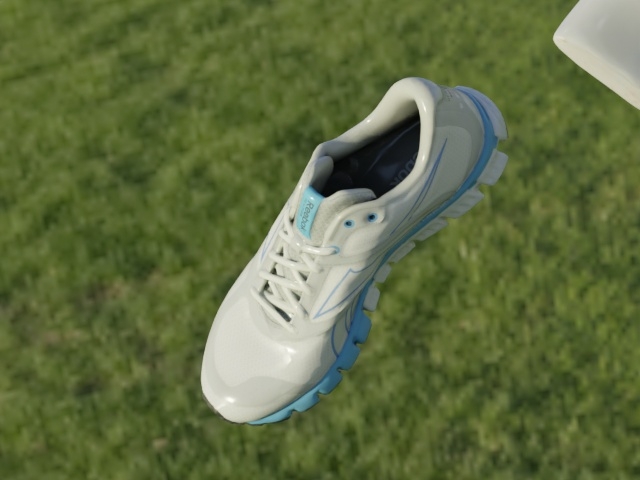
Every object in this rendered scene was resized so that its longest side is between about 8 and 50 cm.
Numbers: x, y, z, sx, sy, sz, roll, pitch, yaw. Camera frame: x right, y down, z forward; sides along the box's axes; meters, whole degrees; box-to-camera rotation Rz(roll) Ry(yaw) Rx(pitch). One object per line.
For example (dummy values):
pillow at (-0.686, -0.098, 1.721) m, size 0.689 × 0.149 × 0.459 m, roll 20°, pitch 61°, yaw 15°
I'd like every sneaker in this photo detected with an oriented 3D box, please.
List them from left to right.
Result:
sneaker at (0.000, 0.000, 0.786) m, size 0.071 × 0.191 × 0.083 m, roll 40°, pitch 8°, yaw 27°

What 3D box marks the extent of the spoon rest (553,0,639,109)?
spoon rest at (0.189, -0.141, 0.650) m, size 0.084 × 0.137 × 0.276 m, roll -60°, pitch 12°, yaw -29°
